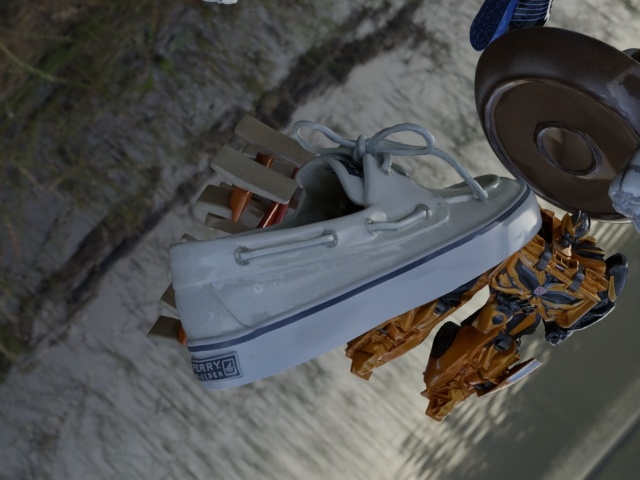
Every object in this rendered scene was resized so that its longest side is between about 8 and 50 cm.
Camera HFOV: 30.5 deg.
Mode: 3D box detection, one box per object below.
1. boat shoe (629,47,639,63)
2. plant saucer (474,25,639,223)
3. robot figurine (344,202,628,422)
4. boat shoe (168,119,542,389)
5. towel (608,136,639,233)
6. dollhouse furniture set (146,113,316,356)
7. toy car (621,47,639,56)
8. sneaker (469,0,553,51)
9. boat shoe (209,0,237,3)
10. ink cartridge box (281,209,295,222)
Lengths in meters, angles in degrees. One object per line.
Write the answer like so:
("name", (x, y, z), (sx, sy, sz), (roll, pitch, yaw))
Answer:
("boat shoe", (0.473, -0.193, 1.583), (0.068, 0.190, 0.072), (-15, -145, 39))
("plant saucer", (0.311, -0.124, 1.431), (0.050, 0.310, 0.311), (-52, 165, -24))
("robot figurine", (0.165, 0.067, 1.176), (0.291, 0.211, 0.085), (-44, -157, 40))
("boat shoe", (0.028, -0.024, 0.903), (0.367, 0.156, 0.136), (-23, -173, -38))
("towel", (0.337, -0.027, 0.688), (0.235, 0.284, 0.121), (-50, -168, -29))
("dollhouse furniture set", (-0.067, -0.012, 1.357), (0.259, 0.135, 0.262), (-62, 178, -55))
("toy car", (0.465, -0.227, 1.824), (0.159, 0.182, 0.136), (0, 99, -50))
("sneaker", (0.316, -0.375, 1.762), (0.090, 0.081, 0.232), (2, 137, -35))
("boat shoe", (-0.140, -0.415, 1.503), (0.084, 0.095, 0.258), (-1, 132, -10))
("ink cartridge box", (0.000, 0.000, 1.736), (0.188, 0.255, 0.097), (-20, 123, -21))
